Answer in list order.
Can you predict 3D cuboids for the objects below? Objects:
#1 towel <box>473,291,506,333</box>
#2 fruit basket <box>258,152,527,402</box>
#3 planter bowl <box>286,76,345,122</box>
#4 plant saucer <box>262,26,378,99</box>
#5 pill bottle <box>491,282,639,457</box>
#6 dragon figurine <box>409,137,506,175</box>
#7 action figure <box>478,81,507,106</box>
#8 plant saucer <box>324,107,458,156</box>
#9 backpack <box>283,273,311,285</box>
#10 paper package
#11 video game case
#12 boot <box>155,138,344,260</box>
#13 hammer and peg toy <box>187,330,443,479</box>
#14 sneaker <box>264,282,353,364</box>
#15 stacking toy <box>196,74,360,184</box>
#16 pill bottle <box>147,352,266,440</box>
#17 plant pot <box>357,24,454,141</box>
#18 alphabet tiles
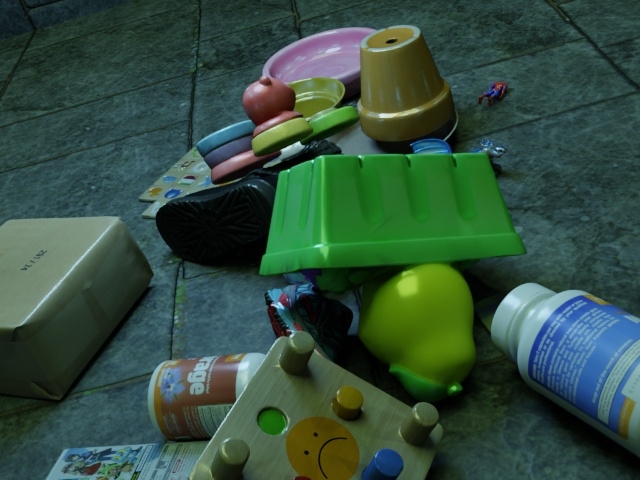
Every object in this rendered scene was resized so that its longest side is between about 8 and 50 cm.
[{"bbox_3d":[0.276,0.115,1.361,0.060,0.009,0.083,-22,32,-7],"label":"towel"},{"bbox_3d":[0.118,0.055,1.322,0.392,0.392,0.283,-33,9,-23],"label":"fruit basket"},{"bbox_3d":[-0.037,-0.287,2.023,0.217,0.090,0.217,-13,34,9],"label":"planter bowl"},{"bbox_3d":[0.019,-0.440,2.233,0.332,0.084,0.332,-13,33,8],"label":"plant saucer"},{"bbox_3d":[0.355,0.155,1.132,0.152,0.152,0.272,-31,36,-20],"label":"pill bottle"},{"bbox_3d":[0.212,-0.140,1.695,0.289,0.085,0.144,3,36,21],"label":"dragon figurine"},{"bbox_3d":[0.389,-0.329,1.950,0.038,0.030,0.115,13,38,30],"label":"action figure"},{"bbox_3d":[0.145,-0.219,1.880,0.310,0.050,0.311,-12,34,8],"label":"plant saucer"},{"bbox_3d":[0.000,0.000,1.538,0.182,0.152,0.115,-38,24,-8],"label":"backpack"},{"bbox_3d":[-0.528,0.111,1.593,0.309,0.168,0.325,-1,37,26],"label":"paper package"},{"bbox_3d":[-0.264,0.385,1.140,0.299,0.036,0.329,-6,27,13],"label":"video game case"},{"bbox_3d":[-0.133,-0.079,1.718,0.347,0.131,0.260,-10,20,39],"label":"boot"},{"bbox_3d":[-0.014,0.301,1.037,0.265,0.127,0.361,29,46,5],"label":"hammer and peg toy"},{"bbox_3d":[-0.003,0.136,1.373,0.125,0.104,0.262,-20,34,-10],"label":"sneaker"},{"bbox_3d":[-0.092,-0.237,1.752,0.279,0.130,0.309,-23,0,-40],"label":"stacking toy"},{"bbox_3d":[-0.131,0.227,1.273,0.216,0.121,0.121,-8,34,18],"label":"pill bottle"},{"bbox_3d":[0.165,-0.339,1.832,0.205,0.188,0.205,-12,33,8],"label":"plant pot"},{"bbox_3d":[-0.241,-0.145,1.983,0.285,0.011,0.342,7,40,31],"label":"alphabet tiles"}]
